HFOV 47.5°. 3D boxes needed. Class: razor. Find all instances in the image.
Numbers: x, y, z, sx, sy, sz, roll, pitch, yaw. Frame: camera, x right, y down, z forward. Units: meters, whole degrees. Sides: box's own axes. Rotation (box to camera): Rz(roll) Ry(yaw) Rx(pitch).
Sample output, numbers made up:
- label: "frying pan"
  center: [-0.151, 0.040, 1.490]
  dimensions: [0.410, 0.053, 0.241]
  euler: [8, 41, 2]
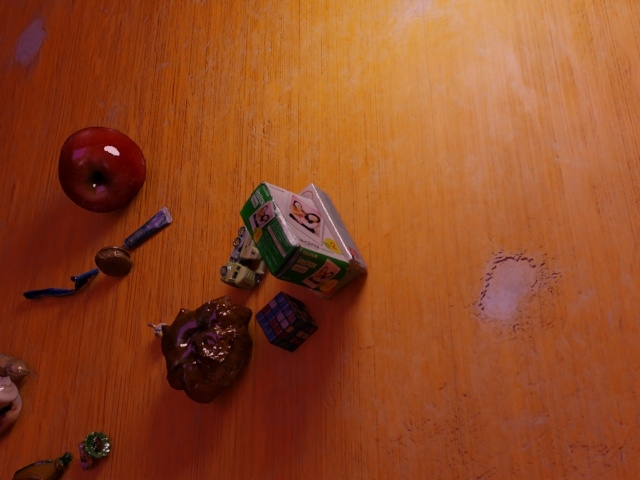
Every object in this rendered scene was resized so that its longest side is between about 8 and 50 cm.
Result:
- label: "razor"
  center: [-0.826, 0.155, 2.284]
  dimensions: [0.324, 0.093, 0.056]
  euler: [-16, 96, 33]

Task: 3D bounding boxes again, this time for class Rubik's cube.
- label: "Rubik's cube"
  center: [-0.079, 0.191, 1.709]
  dimensions: [0.092, 0.092, 0.092]
  euler: [-43, 51, 12]

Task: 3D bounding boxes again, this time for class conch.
- label: "conch"
  center: [-0.984, 0.502, 2.202]
  dimensions: [0.255, 0.158, 0.127]
  euler: [-51, 5, 27]

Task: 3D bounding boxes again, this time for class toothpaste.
- label: "toothpaste"
  center: [-0.521, -0.027, 2.161]
  dimensions: [0.197, 0.035, 0.057]
  euler: [-35, 69, 16]

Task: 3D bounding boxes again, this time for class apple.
- label: "apple"
  center: [-0.668, -0.220, 2.213]
  dimensions: [0.260, 0.260, 0.216]
  euler: [-42, 27, 12]

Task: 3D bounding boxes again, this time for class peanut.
- label: "peanut"
  center: [-0.963, 0.392, 2.249]
  dimensions: [0.175, 0.080, 0.080]
  euler: [7, 74, 38]

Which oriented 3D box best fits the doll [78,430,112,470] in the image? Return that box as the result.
- label: "doll"
  center: [-0.602, 0.559, 1.943]
  dimensions: [0.113, 0.077, 0.078]
  euler: [-54, 49, 47]

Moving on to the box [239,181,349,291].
- label: "box"
  center: [-0.059, -0.008, 1.629]
  dimensions: [0.103, 0.180, 0.250]
  euler: [-51, 47, 21]

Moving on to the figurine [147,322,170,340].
- label: "figurine"
  center: [-0.427, 0.248, 1.957]
  dimensions: [0.083, 0.051, 0.047]
  euler: [23, 89, 40]

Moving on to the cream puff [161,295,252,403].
- label: "cream puff"
  center: [-0.279, 0.266, 1.784]
  dimensions: [0.241, 0.155, 0.268]
  euler: [-15, 55, 24]

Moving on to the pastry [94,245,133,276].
- label: "pastry"
  center: [-0.607, 0.060, 2.141]
  dimensions: [0.109, 0.097, 0.057]
  euler: [-6, 48, -8]

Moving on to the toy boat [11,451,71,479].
- label: "toy boat"
  center: [-0.783, 0.652, 2.013]
  dimensions: [0.230, 0.089, 0.088]
  euler: [-26, 17, 24]

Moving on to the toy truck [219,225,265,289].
- label: "toy truck"
  center: [-0.179, 0.044, 1.858]
  dimensions: [0.100, 0.077, 0.168]
  euler: [16, 78, 40]

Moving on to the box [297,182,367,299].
- label: "box"
  center: [0.000, 0.000, 1.750]
  dimensions: [0.135, 0.079, 0.269]
  euler: [-38, 52, 16]
